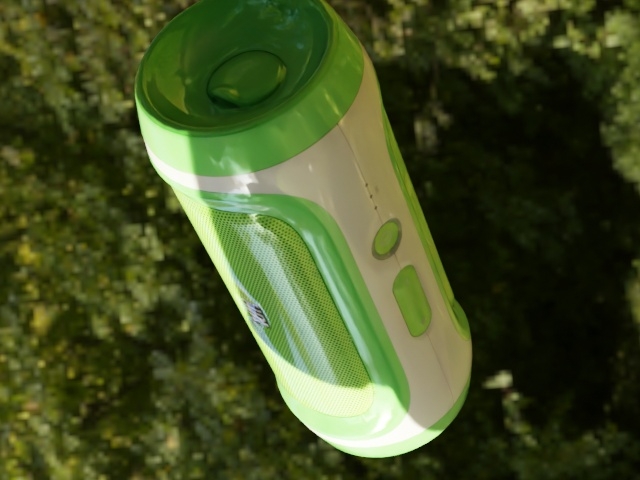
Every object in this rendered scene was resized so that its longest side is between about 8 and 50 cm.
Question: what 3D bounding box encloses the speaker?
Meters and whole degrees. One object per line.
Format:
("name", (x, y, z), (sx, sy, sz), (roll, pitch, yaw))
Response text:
("speaker", (0.000, 0.000, 0.847), (0.296, 0.131, 0.131), (65, -162, -47))
